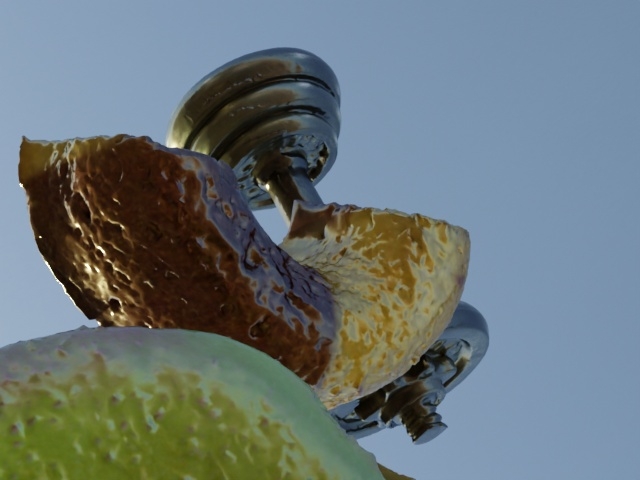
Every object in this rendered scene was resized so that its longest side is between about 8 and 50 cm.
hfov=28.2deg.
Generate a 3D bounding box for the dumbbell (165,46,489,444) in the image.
[{"bbox_3d":[0.000,0.000,1.117,0.179,0.179,0.406,-44,-120,26],"label":"dumbbell"}]

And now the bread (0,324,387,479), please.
[{"bbox_3d":[-0.061,0.174,0.427,0.301,0.301,0.045,57,-30,1],"label":"bread"}]

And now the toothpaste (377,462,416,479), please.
[{"bbox_3d":[-0.013,0.225,0.901,0.078,0.047,0.248,24,-50,-3],"label":"toothpaste"}]

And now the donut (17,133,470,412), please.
[{"bbox_3d":[-0.030,0.031,0.741,0.112,0.295,0.151,-16,-115,55],"label":"donut"}]
